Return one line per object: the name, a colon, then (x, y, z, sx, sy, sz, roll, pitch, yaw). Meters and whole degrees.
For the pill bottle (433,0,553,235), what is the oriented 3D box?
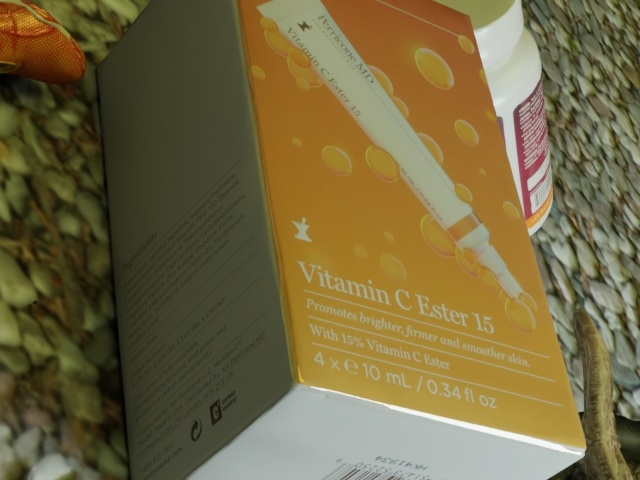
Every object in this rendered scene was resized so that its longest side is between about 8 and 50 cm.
pill bottle: (0.116, -0.104, 1.155, 0.121, 0.121, 0.221, -86, 167, -45)

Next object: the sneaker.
sneaker: (-0.221, -0.123, 0.885, 0.175, 0.064, 0.067, 19, 67, -37)

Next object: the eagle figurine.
eagle figurine: (0.229, 0.216, 1.087, 0.226, 0.225, 0.298, -63, 159, -12)

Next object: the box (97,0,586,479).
box: (0.000, 0.000, 0.925, 0.215, 0.168, 0.345, 16, 48, -34)
